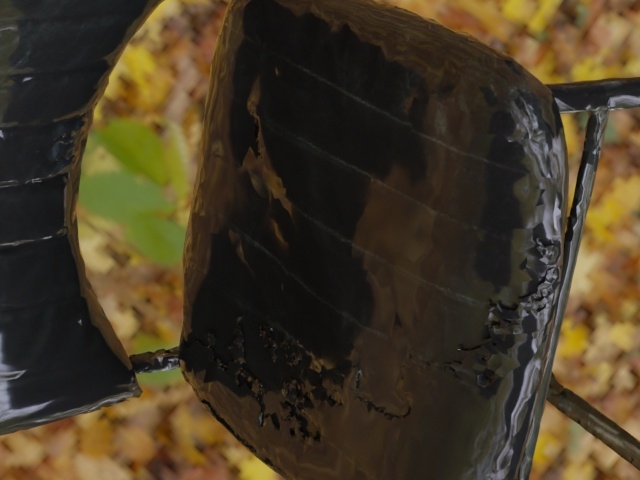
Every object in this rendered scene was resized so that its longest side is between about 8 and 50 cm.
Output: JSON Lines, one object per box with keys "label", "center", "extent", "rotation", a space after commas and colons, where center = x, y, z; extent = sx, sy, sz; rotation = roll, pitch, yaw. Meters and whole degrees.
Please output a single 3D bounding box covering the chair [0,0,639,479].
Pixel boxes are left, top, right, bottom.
{"label": "chair", "center": [0.000, 0.000, 0.462], "extent": [0.221, 0.145, 0.140], "rotation": [-6, 115, -36]}
